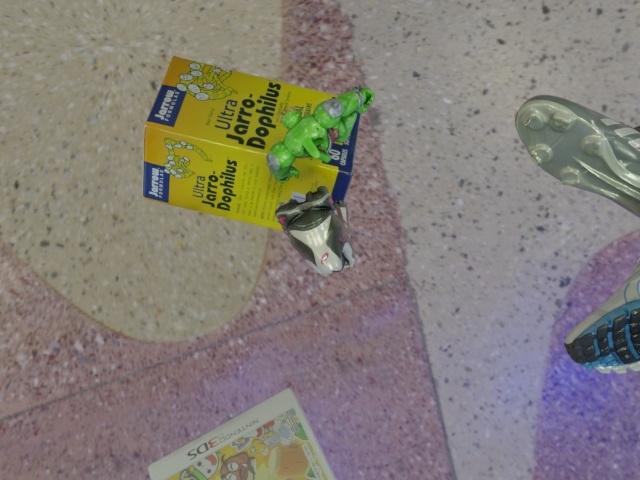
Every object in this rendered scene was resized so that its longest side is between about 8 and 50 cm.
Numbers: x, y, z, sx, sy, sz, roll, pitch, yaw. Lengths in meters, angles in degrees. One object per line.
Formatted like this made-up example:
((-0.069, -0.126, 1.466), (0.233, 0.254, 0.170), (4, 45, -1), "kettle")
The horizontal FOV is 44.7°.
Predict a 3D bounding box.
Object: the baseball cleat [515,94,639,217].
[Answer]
((0.270, -0.084, 0.720), (0.206, 0.072, 0.109), (33, 49, -10), "baseball cleat")

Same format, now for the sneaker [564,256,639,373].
((0.284, 0.040, 0.653), (0.191, 0.083, 0.071), (-30, 126, 2), "sneaker")

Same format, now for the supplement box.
((-0.122, -0.164, 1.409), (0.357, 0.194, 0.195), (13, 140, -4), "supplement box")

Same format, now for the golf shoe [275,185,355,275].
((0.000, 0.000, 1.180), (0.105, 0.273, 0.120), (-24, 84, 8), "golf shoe")

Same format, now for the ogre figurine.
((-0.009, -0.158, 1.162), (0.197, 0.118, 0.096), (-20, 89, 18), "ogre figurine")

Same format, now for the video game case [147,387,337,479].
((-0.080, 0.313, 0.916), (0.206, 0.227, 0.026), (-29, 142, -3), "video game case")
